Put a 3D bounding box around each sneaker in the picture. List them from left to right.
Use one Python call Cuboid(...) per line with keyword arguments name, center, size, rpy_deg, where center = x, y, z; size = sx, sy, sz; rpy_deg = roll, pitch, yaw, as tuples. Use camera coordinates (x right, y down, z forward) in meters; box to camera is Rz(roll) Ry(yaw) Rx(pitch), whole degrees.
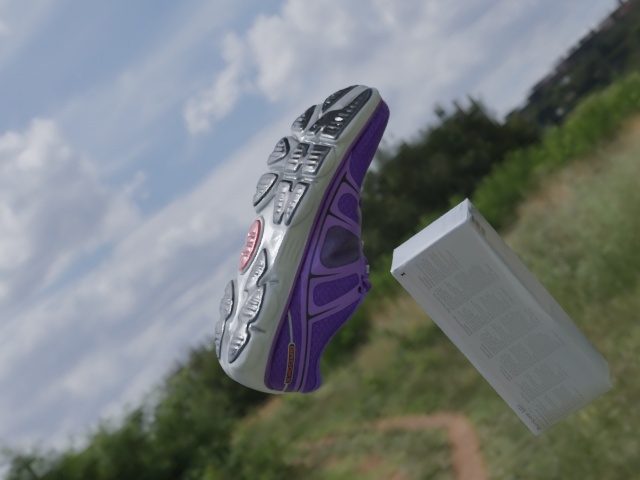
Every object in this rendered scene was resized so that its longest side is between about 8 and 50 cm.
Cuboid(name="sneaker", center=(0.000, 0.000, 0.852), size=(0.068, 0.071, 0.170), rpy_deg=(20, 89, 63))

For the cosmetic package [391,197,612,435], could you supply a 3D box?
Cuboid(name="cosmetic package", center=(0.184, 0.079, 1.624), size=(0.099, 0.239, 0.060), rpy_deg=(-36, 17, 18))
